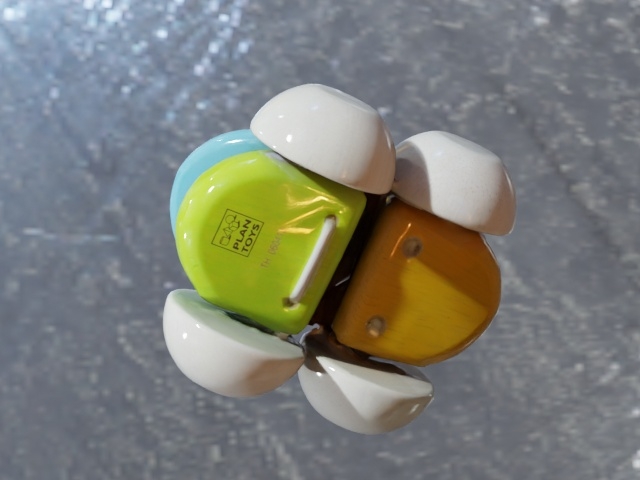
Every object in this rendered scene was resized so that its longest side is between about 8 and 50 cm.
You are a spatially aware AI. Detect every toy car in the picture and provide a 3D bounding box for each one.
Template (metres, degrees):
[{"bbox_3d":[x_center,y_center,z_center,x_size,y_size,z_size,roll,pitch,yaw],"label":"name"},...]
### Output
[{"bbox_3d":[0.000,0.000,0.974,0.159,0.182,0.136,-65,30,13],"label":"toy car"}]
